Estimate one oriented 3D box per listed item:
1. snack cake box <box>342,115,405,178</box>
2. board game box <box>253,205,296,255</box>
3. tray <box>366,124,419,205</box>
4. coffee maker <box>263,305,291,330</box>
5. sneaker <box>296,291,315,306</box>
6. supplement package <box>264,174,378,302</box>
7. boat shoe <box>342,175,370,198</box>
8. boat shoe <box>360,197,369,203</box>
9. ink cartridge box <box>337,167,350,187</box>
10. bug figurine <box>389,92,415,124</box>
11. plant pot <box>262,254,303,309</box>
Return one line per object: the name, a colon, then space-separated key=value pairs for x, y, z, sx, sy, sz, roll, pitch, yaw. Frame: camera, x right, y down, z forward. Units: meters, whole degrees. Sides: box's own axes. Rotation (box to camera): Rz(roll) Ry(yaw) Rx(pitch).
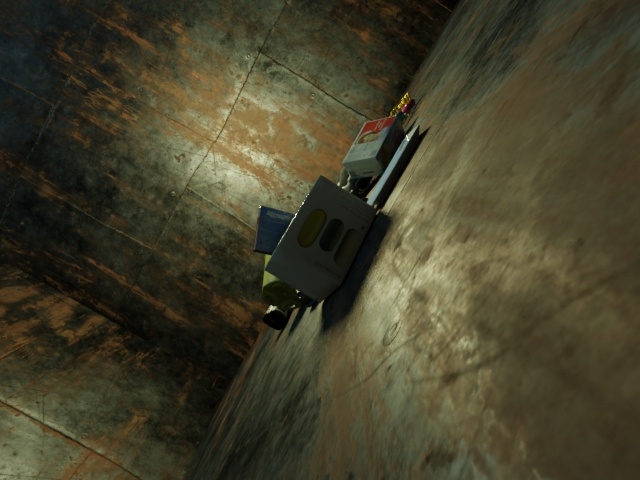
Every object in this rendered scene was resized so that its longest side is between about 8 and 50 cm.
snack cake box: x=0.211 y=-0.366 z=1.703 sx=0.152 sy=0.089 sz=0.264 roll=-3 pitch=46 yaw=39
board game box: x=-0.067 y=-0.007 z=1.366 sx=0.027 sy=0.281 sz=0.145 roll=-26 pitch=54 yaw=59
tray: x=0.220 y=-0.211 z=1.307 sx=0.270 sy=0.030 sz=0.145 roll=-60 pitch=2 yaw=-1
coffee maker: x=-0.192 y=0.343 z=2.102 sx=0.178 sy=0.120 sz=0.171 roll=-61 pitch=-20 yaw=-52
sneaker: x=-0.033 y=0.159 z=1.413 sx=0.067 sy=0.078 sz=0.188 roll=-62 pitch=5 yaw=-37
supplement package: x=0.000 y=0.000 z=1.249 sx=0.263 sy=0.199 sz=0.198 roll=-61 pitch=4 yaw=-28
boat shoe: x=0.167 y=-0.233 z=1.872 sx=0.114 sy=0.091 sz=0.302 roll=-28 pitch=-9 yaw=-17
boat shoe: x=0.103 y=-0.064 z=1.452 sx=0.183 sy=0.065 sz=0.083 roll=-59 pitch=2 yaw=-12
ink cartridge box: x=0.091 y=-0.258 z=2.161 sx=0.308 sy=0.091 sz=0.385 roll=-57 pitch=-19 yaw=-46
bug figurine: x=0.356 y=-0.556 z=2.017 sx=0.216 sy=0.072 sz=0.279 roll=-54 pitch=-3 yaw=-11
plant pot: x=-0.132 y=0.141 z=1.828 sx=0.254 sy=0.276 sz=0.276 roll=-81 pitch=18 yaw=-48
